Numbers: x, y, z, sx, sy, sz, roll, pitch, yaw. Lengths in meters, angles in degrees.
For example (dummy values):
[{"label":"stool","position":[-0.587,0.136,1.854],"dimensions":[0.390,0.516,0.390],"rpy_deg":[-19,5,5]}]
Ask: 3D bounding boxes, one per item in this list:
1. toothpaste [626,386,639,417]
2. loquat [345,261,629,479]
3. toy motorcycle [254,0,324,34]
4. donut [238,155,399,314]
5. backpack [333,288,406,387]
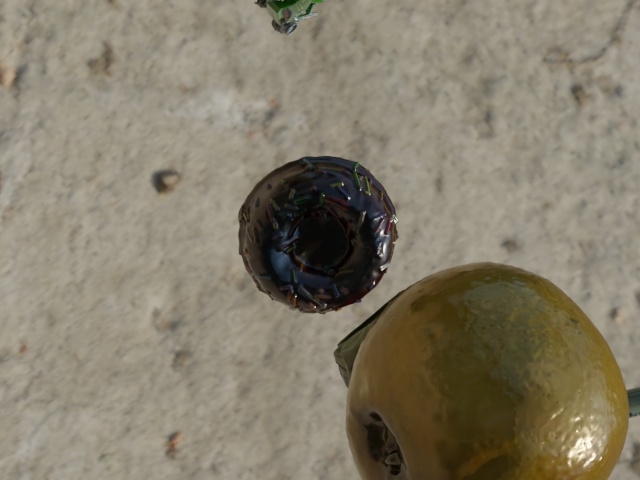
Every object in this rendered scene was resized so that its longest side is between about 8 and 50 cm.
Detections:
[{"label":"toothpaste","position":[0.439,0.202,1.747],"dimensions":[0.067,0.255,0.037],"rpy_deg":[63,14,-58]},{"label":"loquat","position":[0.162,0.152,1.292],"dimensions":[0.274,0.275,0.275],"rpy_deg":[19,58,-34]},{"label":"toy motorcycle","position":[-0.040,-0.380,2.054],"dimensions":[0.106,0.190,0.074],"rpy_deg":[-43,81,-4]},{"label":"donut","position":[0.000,0.000,1.869],"dimensions":[0.235,0.235,0.089],"rpy_deg":[43,8,-17]},{"label":"backpack","position":[0.152,0.193,2.009],"dimensions":[0.253,0.207,0.140],"rpy_deg":[44,11,-47]}]
